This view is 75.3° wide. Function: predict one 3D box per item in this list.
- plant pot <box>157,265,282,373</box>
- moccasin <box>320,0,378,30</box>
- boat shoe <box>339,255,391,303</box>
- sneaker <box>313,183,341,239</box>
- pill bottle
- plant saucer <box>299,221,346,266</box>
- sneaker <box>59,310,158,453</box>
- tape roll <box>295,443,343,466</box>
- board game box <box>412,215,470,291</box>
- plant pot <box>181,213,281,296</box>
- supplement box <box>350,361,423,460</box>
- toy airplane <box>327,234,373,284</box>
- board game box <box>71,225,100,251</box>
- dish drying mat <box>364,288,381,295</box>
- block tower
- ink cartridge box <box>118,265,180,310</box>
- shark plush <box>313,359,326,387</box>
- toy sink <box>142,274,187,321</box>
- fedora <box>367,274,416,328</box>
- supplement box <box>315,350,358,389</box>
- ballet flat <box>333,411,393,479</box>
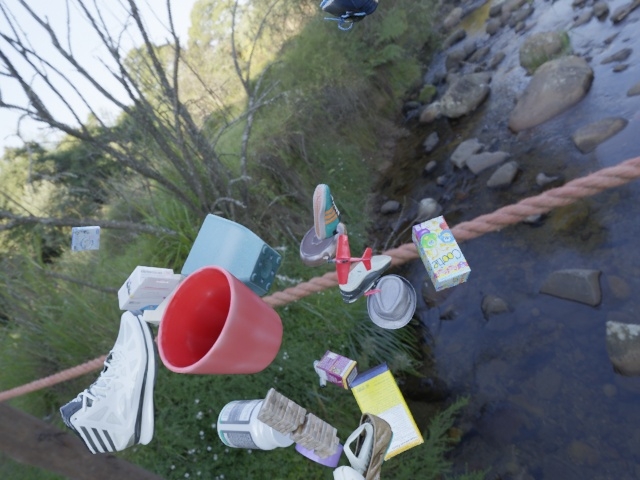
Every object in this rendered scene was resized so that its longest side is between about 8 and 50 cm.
[{"bbox_3d":[-0.248,0.236,1.116,0.274,0.243,0.275,-19,54,29],"label":"plant pot"},{"bbox_3d":[0.076,-0.649,1.143,0.137,0.116,0.342,-44,23,21],"label":"moccasin"},{"bbox_3d":[0.151,0.121,1.364,0.084,0.079,0.233,14,38,45],"label":"boat shoe"},{"bbox_3d":[0.038,-0.144,2.004,0.121,0.302,0.108,-14,40,-18],"label":"sneaker"},{"bbox_3d":[-0.275,0.815,1.845,0.361,0.204,0.204,-19,33,39],"label":"pill bottle"},{"bbox_3d":[0.000,0.000,2.239,0.310,0.050,0.311,-27,39,25],"label":"plant saucer"},{"bbox_3d":[-0.669,0.450,1.310,0.169,0.257,0.448,-6,85,48],"label":"sneaker"},{"bbox_3d":[-0.005,0.865,1.738,0.189,0.189,0.080,-4,59,59],"label":"tape roll"},{"bbox_3d":[0.522,0.059,1.821,0.142,0.144,0.275,-21,64,2],"label":"board game box"},{"bbox_3d":[-0.295,0.080,1.513,0.252,0.248,0.247,11,71,28],"label":"plant pot"},{"bbox_3d":[0.299,0.774,1.917,0.194,0.357,0.195,-26,-14,2],"label":"supplement box"},{"bbox_3d":[0.090,0.059,1.204,0.151,0.151,0.028,-48,19,-7],"label":"toy airplane"},{"bbox_3d":[-0.869,-0.006,1.537,0.020,0.090,0.090,32,116,38],"label":"board game box"},{"bbox_3d":[0.226,0.226,1.814,0.083,0.008,0.032,-11,13,-26],"label":"dish drying mat"},{"bbox_3d":[-0.087,0.704,1.588,0.097,0.335,0.091,-45,13,31],"label":"block tower"},{"bbox_3d":[-0.486,0.129,1.179,0.181,0.104,0.062,-41,56,32],"label":"ink cartridge box"},{"bbox_3d":[0.009,0.371,1.228,0.073,0.067,0.161,-52,-6,1],"label":"shark plush"},{"bbox_3d":[-0.453,0.223,1.408,0.131,0.234,0.153,-4,65,25],"label":"toy sink"},{"bbox_3d":[0.346,0.287,2.053,0.243,0.124,0.276,11,69,21],"label":"fedora"},{"bbox_3d":[0.040,0.304,0.977,0.083,0.043,0.055,14,42,34],"label":"supplement box"},{"bbox_3d":[0.105,0.597,1.090,0.116,0.124,0.342,-41,8,37],"label":"ballet flat"}]
